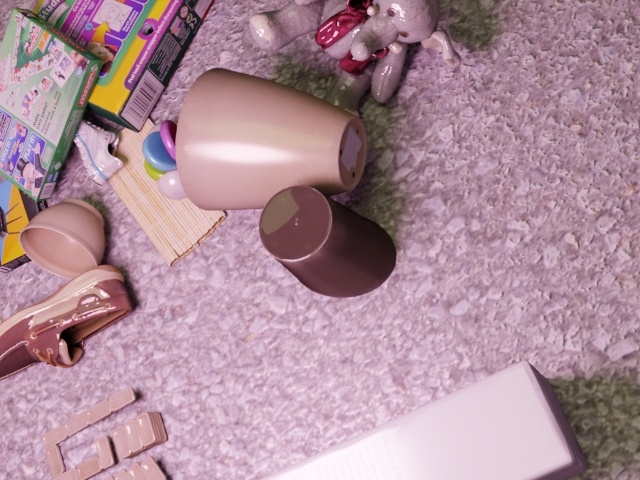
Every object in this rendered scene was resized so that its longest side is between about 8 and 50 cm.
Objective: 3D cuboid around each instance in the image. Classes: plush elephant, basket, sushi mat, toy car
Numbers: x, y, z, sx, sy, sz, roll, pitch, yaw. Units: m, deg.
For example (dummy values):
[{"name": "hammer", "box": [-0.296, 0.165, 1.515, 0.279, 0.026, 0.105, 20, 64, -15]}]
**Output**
[{"name": "plush elephant", "box": [0.097, -0.371, 1.604, 0.330, 0.272, 0.255, -42, 20, -10]}, {"name": "basket", "box": [0.000, 0.000, 1.572, 0.204, 0.227, 0.154, 4, 78, 22]}, {"name": "sushi mat", "box": [-0.324, -0.105, 1.842, 0.151, 0.019, 0.316, -43, 65, 5]}, {"name": "toy car", "box": [-0.255, -0.178, 1.757, 0.182, 0.136, 0.159, -19, 65, 4]}]

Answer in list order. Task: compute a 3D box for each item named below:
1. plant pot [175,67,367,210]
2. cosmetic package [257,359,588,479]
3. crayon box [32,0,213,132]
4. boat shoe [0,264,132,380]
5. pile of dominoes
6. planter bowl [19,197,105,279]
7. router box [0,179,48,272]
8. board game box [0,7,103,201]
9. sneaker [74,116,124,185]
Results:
[{"name": "plant pot", "box": [-0.068, -0.165, 1.621, 0.274, 0.256, 0.257, 8, 79, 25]}, {"name": "cosmetic package", "box": [0.156, 0.357, 1.415, 0.453, 0.230, 0.162, -26, 67, 12]}, {"name": "crayon box", "box": [-0.425, -0.446, 1.909, 0.313, 0.106, 0.363, 26, 83, 22]}, {"name": "boat shoe", "box": [-0.506, 0.186, 1.782, 0.342, 0.123, 0.123, -33, 65, 4]}, {"name": "pile of dominoes", "box": [-0.395, 0.404, 1.735, 0.251, 0.040, 0.196, -30, 68, 20]}, {"name": "planter bowl", "box": [-0.487, -0.013, 1.817, 0.162, 0.162, 0.109, 5, 51, 22]}, {"name": "router box", "box": [-0.628, -0.041, 1.926, 0.133, 0.046, 0.179, -24, 68, 13]}, {"name": "board game box", "box": [-0.573, -0.268, 1.848, 0.213, 0.046, 0.317, 35, 113, 18]}, {"name": "sneaker", "box": [-0.452, -0.205, 1.877, 0.083, 0.071, 0.191, -31, 74, 2]}]
